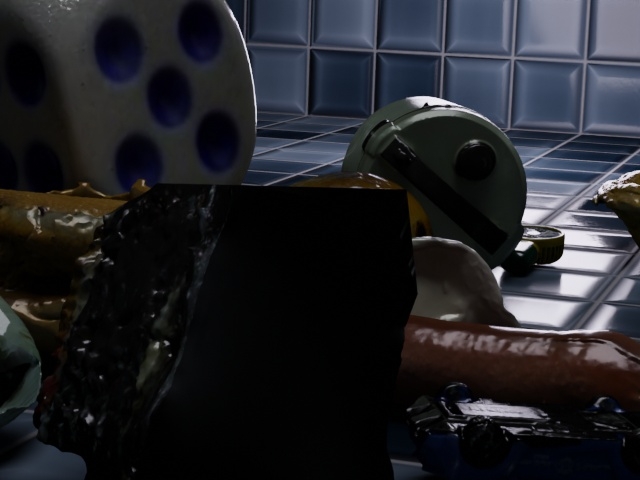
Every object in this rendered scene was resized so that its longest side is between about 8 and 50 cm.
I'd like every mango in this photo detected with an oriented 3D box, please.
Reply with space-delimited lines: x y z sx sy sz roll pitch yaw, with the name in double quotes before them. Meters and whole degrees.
"mango" 0.000 0.000 1.796 0.193 0.146 0.316 -3 -3 -33

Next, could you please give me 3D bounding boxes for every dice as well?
"dice" -0.269 -0.166 1.846 0.277 0.304 0.304 5 18 38

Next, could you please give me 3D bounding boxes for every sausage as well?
"sausage" 0.088 0.102 1.347 0.419 0.094 0.094 7 7 26

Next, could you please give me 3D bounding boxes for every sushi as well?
"sushi" -0.082 0.074 1.105 0.215 0.227 0.212 0 2 -42

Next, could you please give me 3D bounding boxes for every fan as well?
"fan" 0.262 0.015 2.021 0.082 0.039 0.155 7 14 20

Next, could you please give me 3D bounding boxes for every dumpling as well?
"dumpling" 0.080 0.058 1.455 0.229 0.151 0.124 8 39 26

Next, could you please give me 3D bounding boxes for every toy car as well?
"toy car" 0.169 0.152 1.169 0.216 0.063 0.103 6 10 -11

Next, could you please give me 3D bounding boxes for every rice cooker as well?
"rice cooker" 0.138 -0.063 1.966 0.226 0.226 0.244 0 8 -9

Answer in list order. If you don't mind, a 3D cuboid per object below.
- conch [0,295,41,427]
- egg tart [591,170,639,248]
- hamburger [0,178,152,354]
"conch" -0.318 0.095 1.211 0.172 0.131 0.200 26 27 -56
"egg tart" 0.508 -0.027 2.093 0.295 0.116 0.295 0 11 0
"hamburger" -0.235 0.023 1.537 0.319 0.158 0.318 2 9 0
